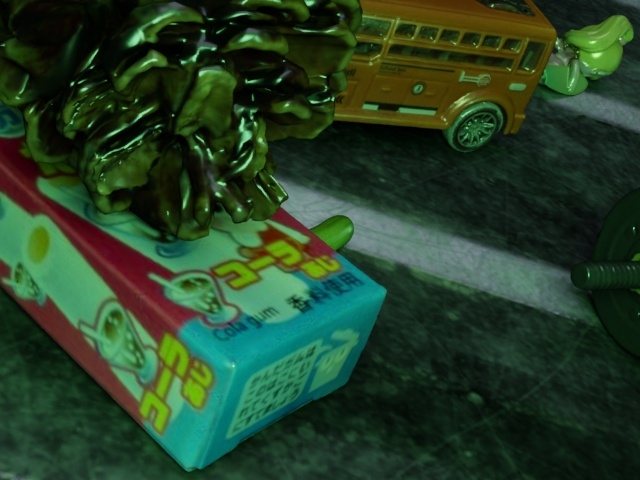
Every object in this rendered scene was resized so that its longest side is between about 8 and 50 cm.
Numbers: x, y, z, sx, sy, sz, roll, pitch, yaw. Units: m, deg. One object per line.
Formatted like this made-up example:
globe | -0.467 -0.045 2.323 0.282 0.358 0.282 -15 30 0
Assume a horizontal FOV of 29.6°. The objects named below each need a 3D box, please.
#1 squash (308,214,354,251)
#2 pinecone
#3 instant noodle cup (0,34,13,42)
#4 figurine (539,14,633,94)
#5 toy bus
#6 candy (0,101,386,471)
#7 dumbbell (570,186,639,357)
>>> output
squash | 0.000 0.000 0.945 0.027 0.027 0.083 38 35 21
pinecone | -0.092 -0.133 0.719 0.243 0.243 0.257 16 38 -12
instant noodle cup | -0.239 -0.285 0.964 0.254 0.326 0.326 -12 47 -30
figurine | 0.281 -0.209 1.376 0.187 0.083 0.083 -15 48 -31
toy bus | 0.048 -0.185 1.120 0.329 0.153 0.143 2 41 -30
candy | -0.123 -0.001 0.807 0.306 0.100 0.157 39 37 24
dumbbell | 0.335 0.026 1.009 0.325 0.143 0.143 0 40 -31
